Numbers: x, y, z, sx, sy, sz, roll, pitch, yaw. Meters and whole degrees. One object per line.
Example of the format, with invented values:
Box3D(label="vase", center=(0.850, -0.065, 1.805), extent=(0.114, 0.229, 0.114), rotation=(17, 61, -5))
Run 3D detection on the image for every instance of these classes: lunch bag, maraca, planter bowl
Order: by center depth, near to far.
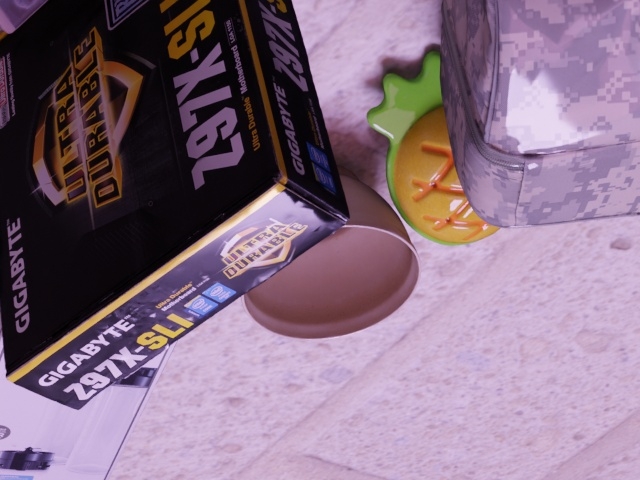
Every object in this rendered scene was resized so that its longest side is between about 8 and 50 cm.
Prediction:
Box3D(label="lunch bag", center=(0.247, -0.169, 1.203), extent=(0.305, 0.212, 0.256), rotation=(-6, 147, -2))
Box3D(label="maraca", center=(0.113, -0.077, 1.382), extent=(0.127, 0.099, 0.185), rotation=(-29, 118, -4))
Box3D(label="planter bowl", center=(0.000, 0.000, 1.428), extent=(0.162, 0.109, 0.162), rotation=(-8, 140, -7))

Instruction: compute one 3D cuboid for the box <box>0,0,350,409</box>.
Box3D(label="box", center=(-0.126, -0.080, 1.128), extent=(0.257, 0.322, 0.079), rotation=(-33, 138, 24))

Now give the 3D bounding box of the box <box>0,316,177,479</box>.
Box3D(label="box", center=(-0.258, 0.133, 1.533), extent=(0.169, 0.087, 0.290), rotation=(7, 137, -24))

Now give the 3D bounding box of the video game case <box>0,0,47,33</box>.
Box3D(label="video game case", center=(-0.198, -0.259, 1.065), extent=(0.173, 0.022, 0.190), rotation=(-45, 141, -9))
